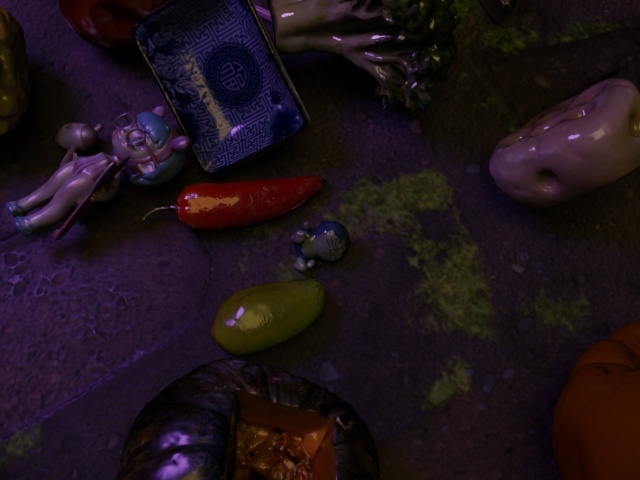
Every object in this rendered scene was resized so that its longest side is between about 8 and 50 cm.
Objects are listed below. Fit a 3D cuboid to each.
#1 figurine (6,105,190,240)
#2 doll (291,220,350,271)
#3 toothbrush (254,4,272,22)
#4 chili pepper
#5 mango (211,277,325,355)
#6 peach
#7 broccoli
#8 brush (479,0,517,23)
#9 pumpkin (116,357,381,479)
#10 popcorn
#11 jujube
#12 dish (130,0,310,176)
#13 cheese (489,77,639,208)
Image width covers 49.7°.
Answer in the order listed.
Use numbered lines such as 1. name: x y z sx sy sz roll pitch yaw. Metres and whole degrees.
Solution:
1. figurine: -0.316 -0.099 0.978 0.260 0.103 0.205 -34 42 -11
2. doll: 0.000 0.000 0.973 0.083 0.076 0.050 -6 39 2
3. toothbrush: -0.089 -0.362 1.101 0.286 0.020 0.025 27 67 5
4. chili pepper: -0.120 -0.053 0.985 0.272 0.063 0.071 -9 86 -9
5. mango: -0.068 0.097 0.932 0.165 0.074 0.091 -26 74 -11
6. peach: 0.446 0.253 0.793 0.342 0.343 0.302 -28 99 -11
7. broccoli: 0.075 -0.348 0.945 0.271 0.324 0.334 -3 62 -21
8. brush: 0.243 -0.486 1.143 0.048 0.054 0.282 -23 75 -19
9. pumpkin: -0.075 0.284 0.780 0.320 0.192 0.321 15 45 -16
10. popcorn: -0.492 -0.244 0.929 0.180 0.235 0.217 -4 95 -17
11. jujube: -0.314 -0.392 1.033 0.168 0.168 0.237 -16 57 -8
12. dish: -0.133 -0.237 0.994 0.181 0.080 0.243 -24 100 19
13. cheese: 0.345 -0.127 0.962 0.217 0.235 0.117 -30 97 13
